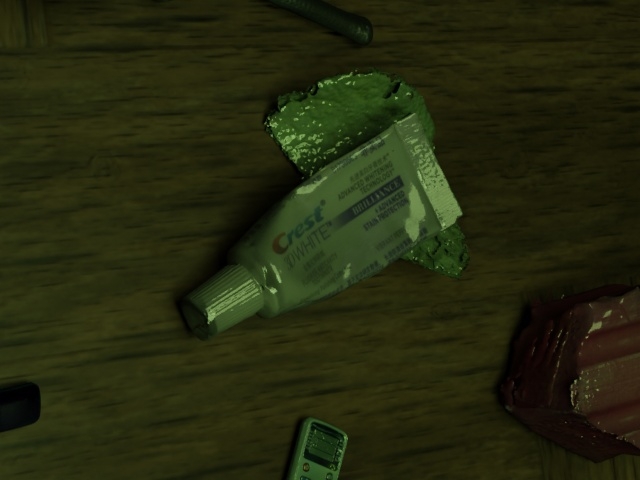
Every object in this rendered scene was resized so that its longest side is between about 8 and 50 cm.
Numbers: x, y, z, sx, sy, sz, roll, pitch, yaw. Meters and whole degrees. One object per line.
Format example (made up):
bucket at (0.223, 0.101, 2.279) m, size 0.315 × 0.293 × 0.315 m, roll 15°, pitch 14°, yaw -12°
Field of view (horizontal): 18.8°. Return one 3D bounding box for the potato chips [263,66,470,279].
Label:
potato chips at (0.056, -0.056, 1.759) m, size 0.167 × 0.059 × 0.228 m, roll -33°, pitch 110°, yaw -29°

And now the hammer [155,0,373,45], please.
hammer at (-0.047, -0.230, 1.717) m, size 0.246 × 0.029 × 0.103 m, roll 17°, pitch 75°, yaw -37°

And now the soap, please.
soap at (0.306, 0.128, 1.895) m, size 0.289 × 0.112 × 0.182 m, roll -13°, pitch 92°, yaw -38°

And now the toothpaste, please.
toothpaste at (0.000, 0.001, 1.682) m, size 0.282 × 0.068 × 0.099 m, roll -32°, pitch 136°, yaw -24°

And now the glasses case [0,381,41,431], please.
glasses case at (-0.254, 0.134, 1.513) m, size 0.083 × 0.023 × 0.033 m, roll -11°, pitch 90°, yaw -38°

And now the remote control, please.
remote control at (-0.011, 0.219, 1.696) m, size 0.053 × 0.018 × 0.124 m, roll 29°, pitch 68°, yaw -33°
